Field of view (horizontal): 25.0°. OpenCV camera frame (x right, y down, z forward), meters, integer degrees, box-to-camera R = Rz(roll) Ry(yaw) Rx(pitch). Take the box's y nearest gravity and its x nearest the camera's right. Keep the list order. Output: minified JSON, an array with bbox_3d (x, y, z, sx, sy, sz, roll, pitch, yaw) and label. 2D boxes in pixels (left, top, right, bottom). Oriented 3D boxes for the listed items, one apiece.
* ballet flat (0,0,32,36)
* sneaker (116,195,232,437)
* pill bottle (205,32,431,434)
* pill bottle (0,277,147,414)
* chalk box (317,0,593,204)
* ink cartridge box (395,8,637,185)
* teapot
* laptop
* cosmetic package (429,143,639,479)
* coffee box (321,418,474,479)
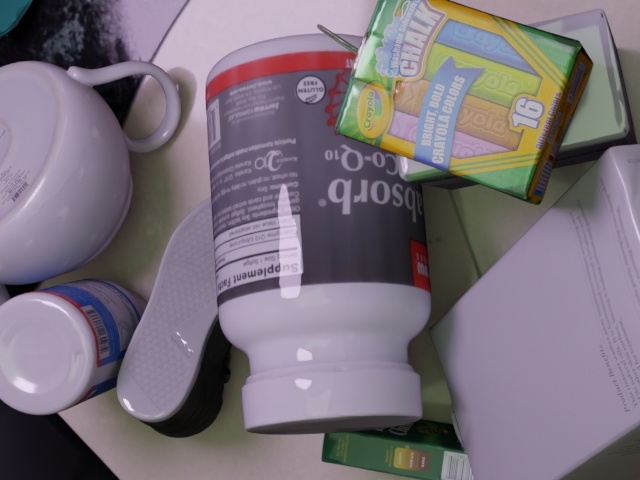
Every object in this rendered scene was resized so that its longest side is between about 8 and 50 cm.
[{"bbox_3d":[-0.336,-0.339,1.582,0.077,0.091,0.241,27,96,41],"label":"ballet flat"},{"bbox_3d":[-0.124,0.079,1.543,0.104,0.147,0.296,21,67,11],"label":"sneaker"},{"bbox_3d":[0.000,0.000,1.407,0.210,0.210,0.363,-8,77,14],"label":"pill bottle"},{"bbox_3d":[-0.253,0.104,1.507,0.124,0.221,0.124,1,93,13],"label":"pill bottle"},{"bbox_3d":[0.096,-0.125,1.173,0.213,0.132,0.132,20,96,14],"label":"chalk box"},{"bbox_3d":[0.187,-0.124,1.361,0.201,0.278,0.117,-11,88,14],"label":"ink cartridge box"},{"bbox_3d":[-0.288,-0.058,1.531,0.256,0.187,0.253,-13,59,31],"label":"teapot"},{"bbox_3d":[-0.382,0.317,1.659,0.234,0.136,0.264,45,128,7],"label":"laptop"},{"bbox_3d":[0.257,0.094,1.281,0.156,0.385,0.217,-5,67,-22],"label":"cosmetic package"},{"bbox_3d":[0.101,0.214,1.487,0.184,0.113,0.040,8,97,14],"label":"coffee box"}]
